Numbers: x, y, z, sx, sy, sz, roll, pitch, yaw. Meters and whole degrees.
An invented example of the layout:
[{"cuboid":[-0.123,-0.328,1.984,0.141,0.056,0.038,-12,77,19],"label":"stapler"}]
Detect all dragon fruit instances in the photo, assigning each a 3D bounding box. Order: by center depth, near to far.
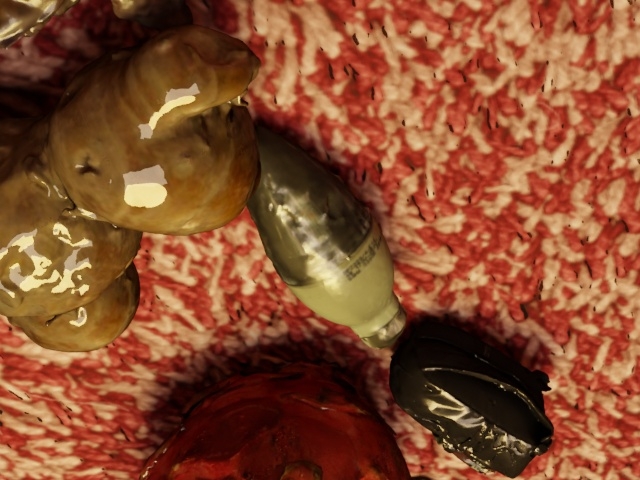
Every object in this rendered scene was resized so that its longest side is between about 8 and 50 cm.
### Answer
[{"cuboid":[-0.043,0.273,1.599,0.296,0.301,0.295,3,115,6],"label":"dragon fruit"}]

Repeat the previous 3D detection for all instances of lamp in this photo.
[{"cuboid":[0.000,0.000,1.471,0.101,0.101,0.250,-29,118,18],"label":"lamp"}]

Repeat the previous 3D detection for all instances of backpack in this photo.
[{"cuboid":[0.142,0.153,1.617,0.165,0.120,0.106,30,120,-11],"label":"backpack"}]

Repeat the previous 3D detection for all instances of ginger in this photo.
[{"cuboid":[-0.176,-0.046,1.336,0.256,0.176,0.375,18,136,-41],"label":"ginger"}]

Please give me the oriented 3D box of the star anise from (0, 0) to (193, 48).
[{"cuboid":[-0.176,-0.235,1.203,0.315,0.108,0.315,-16,134,-18],"label":"star anise"}]
